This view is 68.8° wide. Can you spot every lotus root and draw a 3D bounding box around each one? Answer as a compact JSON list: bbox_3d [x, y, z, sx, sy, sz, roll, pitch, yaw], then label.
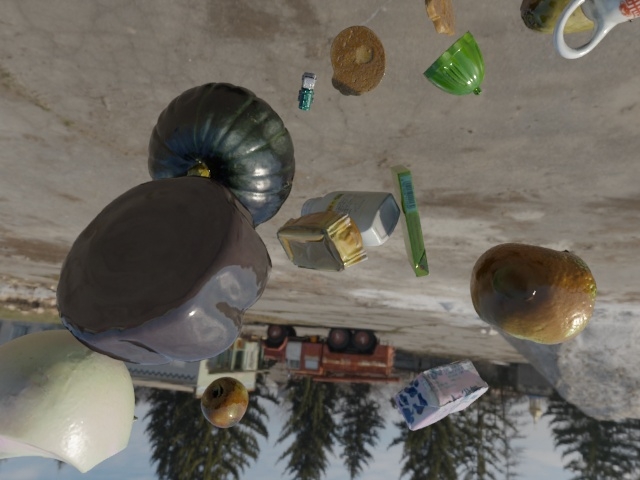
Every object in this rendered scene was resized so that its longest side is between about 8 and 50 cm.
[{"bbox_3d":[0.433,-0.509,1.423,0.186,0.186,0.186,5,166,1],"label":"lotus root"}]

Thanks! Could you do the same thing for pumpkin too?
[{"bbox_3d":[-0.162,-0.124,0.757,0.250,0.249,0.216,3,-159,9],"label":"pumpkin"}]

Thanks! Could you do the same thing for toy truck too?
[{"bbox_3d":[-0.033,-0.362,1.140,0.039,0.044,0.083,9,127,-7],"label":"toy truck"}]

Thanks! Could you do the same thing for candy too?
[{"bbox_3d":[0.220,0.273,0.844,0.160,0.073,0.092,-1,138,-41],"label":"candy"}]

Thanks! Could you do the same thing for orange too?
[{"bbox_3d":[0.563,0.142,1.285,0.335,0.262,0.196,18,-165,37],"label":"orange"}]

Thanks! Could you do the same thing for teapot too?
[{"bbox_3d":[0.386,-0.323,0.561,0.245,0.159,0.116,-40,121,20],"label":"teapot"}]

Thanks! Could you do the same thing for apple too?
[{"bbox_3d":[-0.221,0.381,1.101,0.099,0.114,0.102,-21,126,9],"label":"apple"}]

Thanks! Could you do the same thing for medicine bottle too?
[{"bbox_3d":[0.085,-0.079,1.525,0.324,0.179,0.124,8,145,41],"label":"medicine bottle"}]

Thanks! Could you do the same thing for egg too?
[{"bbox_3d":[-0.411,0.224,0.688,0.271,0.206,0.162,9,154,-13],"label":"egg"}]

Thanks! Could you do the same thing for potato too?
[{"bbox_3d":[0.574,-0.557,1.026,0.266,0.229,0.229,-22,167,-6],"label":"potato"}]

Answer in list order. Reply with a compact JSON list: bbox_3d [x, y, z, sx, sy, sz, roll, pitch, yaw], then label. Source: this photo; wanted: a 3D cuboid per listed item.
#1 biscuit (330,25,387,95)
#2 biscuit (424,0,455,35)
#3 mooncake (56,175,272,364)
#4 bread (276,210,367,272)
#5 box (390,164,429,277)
[{"bbox_3d":[0.119,-0.567,1.479,0.181,0.208,0.049,-2,-153,12],"label":"biscuit"},{"bbox_3d":[0.269,-0.539,1.063,0.027,0.133,0.184,-6,-166,32],"label":"biscuit"},{"bbox_3d":[-0.184,0.035,0.571,0.245,0.244,0.133,-2,149,26],"label":"mooncake"},{"bbox_3d":[0.000,0.000,1.181,0.107,0.136,0.241,-36,-160,-30],"label":"bread"},{"bbox_3d":[0.284,-0.067,1.495,0.047,0.335,0.187,-12,-166,4],"label":"box"}]
